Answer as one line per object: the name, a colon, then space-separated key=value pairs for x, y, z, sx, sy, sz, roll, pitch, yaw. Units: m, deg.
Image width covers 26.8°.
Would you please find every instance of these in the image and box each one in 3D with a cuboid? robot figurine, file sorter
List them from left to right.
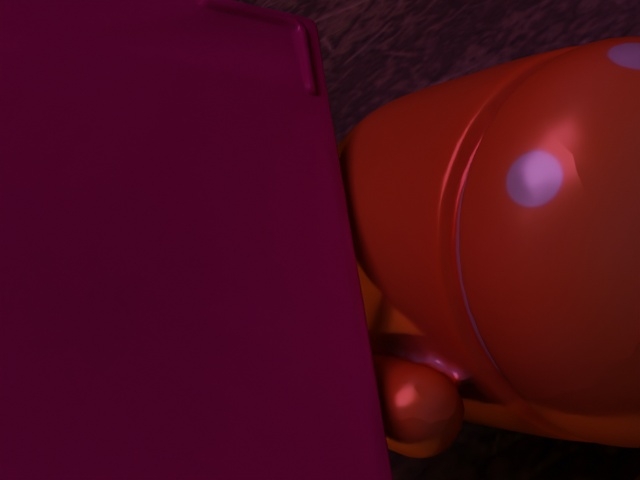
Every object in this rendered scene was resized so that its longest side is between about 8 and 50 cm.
file sorter: x=-0.111 y=0.064 z=0.429 sx=0.291 sy=0.202 sz=0.182 roll=-98 pitch=26 yaw=-43
robot figurine: x=0.076 y=0.000 z=0.447 sx=0.158 sy=0.128 sz=0.219 roll=-1 pitch=-1 yaw=-24

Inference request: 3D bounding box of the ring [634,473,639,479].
ring: x=0.171 y=0.116 z=0.292 sx=0.336 sy=0.032 sz=0.337 roll=-30 pitch=29 yaw=18
